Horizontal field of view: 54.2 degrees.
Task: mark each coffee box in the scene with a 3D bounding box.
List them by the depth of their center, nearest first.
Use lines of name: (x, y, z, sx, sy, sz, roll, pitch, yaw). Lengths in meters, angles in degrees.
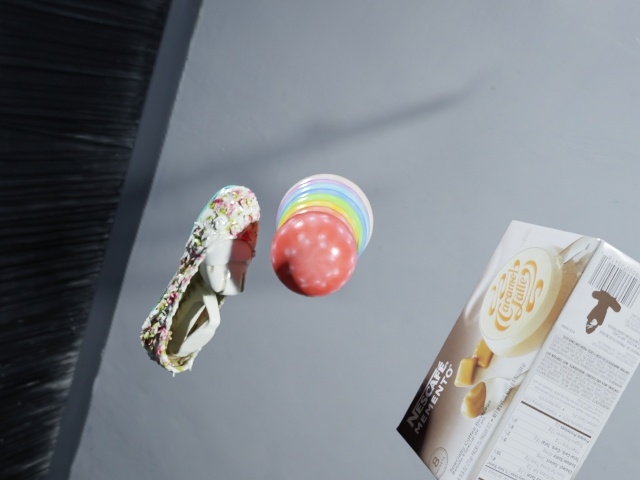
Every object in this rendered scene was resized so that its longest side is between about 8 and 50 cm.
coffee box: (0.190, 0.117, 0.583, 0.098, 0.141, 0.246, 29, 92, -15)

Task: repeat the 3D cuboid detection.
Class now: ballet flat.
ballet flat: (-0.123, 0.054, 0.700, 0.077, 0.091, 0.241, 51, 120, 39)

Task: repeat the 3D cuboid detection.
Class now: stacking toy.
stacking toy: (0.000, 0.000, 0.764, 0.141, 0.330, 0.141, 0, 100, 2)
